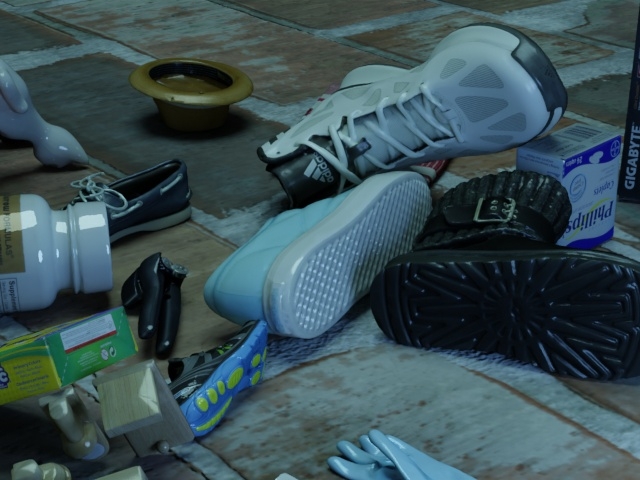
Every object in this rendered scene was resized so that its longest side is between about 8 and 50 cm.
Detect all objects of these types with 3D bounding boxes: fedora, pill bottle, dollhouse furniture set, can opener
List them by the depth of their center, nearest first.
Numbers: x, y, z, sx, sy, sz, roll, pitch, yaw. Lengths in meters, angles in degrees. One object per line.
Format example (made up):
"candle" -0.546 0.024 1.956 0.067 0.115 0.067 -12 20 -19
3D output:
"dollhouse furniture set" -0.183 0.217 1.329 0.144 0.123 0.151 -18 49 2
"can opener" -0.176 0.072 1.678 0.059 0.073 0.186 33 16 -22
"pill bottle" -0.350 0.015 1.702 0.229 0.131 0.131 -5 23 -9
"fedora" -0.197 -0.215 2.320 0.194 0.079 0.194 4 26 -2

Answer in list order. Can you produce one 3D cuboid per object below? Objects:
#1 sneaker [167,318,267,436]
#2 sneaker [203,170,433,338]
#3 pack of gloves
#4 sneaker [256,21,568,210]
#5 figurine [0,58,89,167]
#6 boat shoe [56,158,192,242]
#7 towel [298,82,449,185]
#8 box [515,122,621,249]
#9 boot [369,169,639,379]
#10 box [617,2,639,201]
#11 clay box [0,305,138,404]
"sneaker" -0.107 0.125 1.511 0.078 0.067 0.188 16 30 21
"sneaker" 0.000 0.000 1.730 0.150 0.135 0.366 8 19 30
"pack of gloves" 0.060 0.220 1.306 0.195 0.046 0.232 -20 29 -41
"sneaker" 0.090 -0.114 1.873 0.257 0.169 0.447 -41 17 -27
"figurine" -0.439 -0.182 2.156 0.215 0.209 0.092 28 80 46
"boat shoe" -0.265 -0.041 1.901 0.254 0.079 0.095 -17 28 -35
"towel" 0.084 -0.151 2.216 0.237 0.037 0.329 8 26 15
"box" 0.296 -0.057 1.843 0.072 0.137 0.126 20 31 39
"boot" 0.247 0.024 1.659 0.348 0.131 0.260 9 24 23
"box" 0.472 -0.234 2.061 0.073 0.295 0.293 9 25 18
"clay box" -0.296 0.122 1.428 0.222 0.053 0.127 -16 3 28
